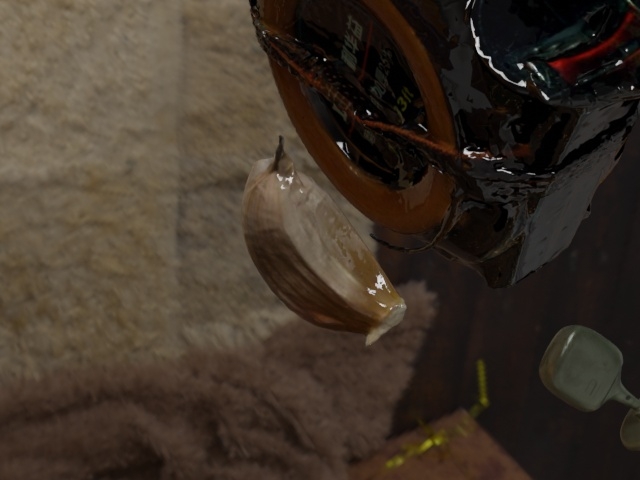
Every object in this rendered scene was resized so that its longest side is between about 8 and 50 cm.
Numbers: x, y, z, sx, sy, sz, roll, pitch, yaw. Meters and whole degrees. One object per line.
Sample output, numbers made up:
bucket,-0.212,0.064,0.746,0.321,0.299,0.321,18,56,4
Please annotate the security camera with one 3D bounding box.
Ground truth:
security camera,0.188,0.094,0.897,0.092,0.058,0.058,39,95,-9

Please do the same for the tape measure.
tape measure,0.063,-0.096,0.680,0.135,0.223,0.202,-33,157,-21

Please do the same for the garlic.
garlic,-0.008,-0.008,1.151,0.090,0.128,0.198,-36,108,-22
